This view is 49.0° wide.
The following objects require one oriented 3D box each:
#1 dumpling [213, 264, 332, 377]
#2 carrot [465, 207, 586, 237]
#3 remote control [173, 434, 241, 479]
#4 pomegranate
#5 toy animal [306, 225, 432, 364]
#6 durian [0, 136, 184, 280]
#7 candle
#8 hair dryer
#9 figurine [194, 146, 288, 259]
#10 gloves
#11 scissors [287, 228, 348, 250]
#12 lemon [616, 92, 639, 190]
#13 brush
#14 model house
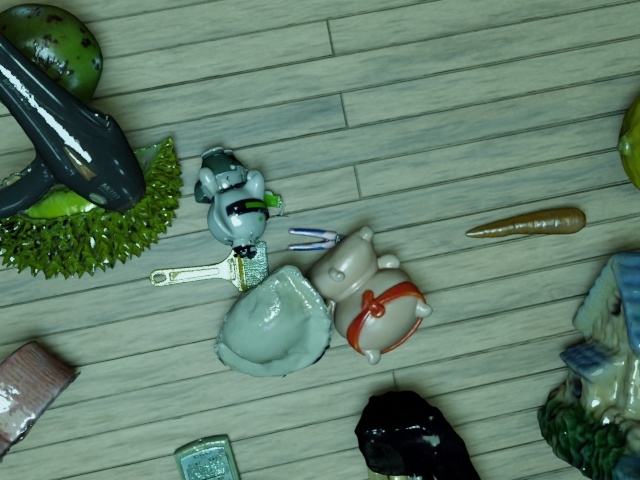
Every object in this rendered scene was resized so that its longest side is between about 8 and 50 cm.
[{"bbox_3d":[-0.068,0.148,1.163,0.172,0.142,0.247,38,124,-5],"label":"dumpling"},{"bbox_3d":[0.361,-0.026,1.233,0.216,0.048,0.048,-7,95,0],"label":"carrot"},{"bbox_3d":[-0.178,0.459,1.224,0.098,0.038,0.233,-15,95,-4],"label":"remote control"},{"bbox_3d":[-0.440,-0.259,1.067,0.179,0.179,0.210,39,47,-7],"label":"pomegranate"},{"bbox_3d":[0.079,0.091,1.164,0.171,0.171,0.197,-38,89,-1],"label":"toy animal"},{"bbox_3d":[-0.385,-0.042,1.150,0.352,0.158,0.169,-19,61,-3],"label":"durian"},{"bbox_3d":[-0.539,0.304,1.091,0.131,0.287,0.317,42,47,-4],"label":"candle"},{"bbox_3d":[-0.452,-0.086,0.973,0.359,0.120,0.303,-36,130,7],"label":"hair dryer"},{"bbox_3d":[-0.140,-0.059,1.147,0.126,0.147,0.192,-20,77,15],"label":"figurine"},{"bbox_3d":[0.176,0.392,1.194,0.197,0.152,0.300,-11,102,17],"label":"gloves"},{"bbox_3d":[0.000,0.000,1.216,0.113,0.012,0.039,2,94,-5],"label":"scissors"},{"bbox_3d":[0.641,-0.166,1.144,0.320,0.245,0.245,-4,95,-4],"label":"lemon"},{"bbox_3d":[-0.191,0.055,1.206,0.205,0.011,0.083,-7,96,-4],"label":"brush"},{"bbox_3d":[0.601,0.197,1.070,0.395,0.445,0.399,7,96,-3],"label":"model house"}]
